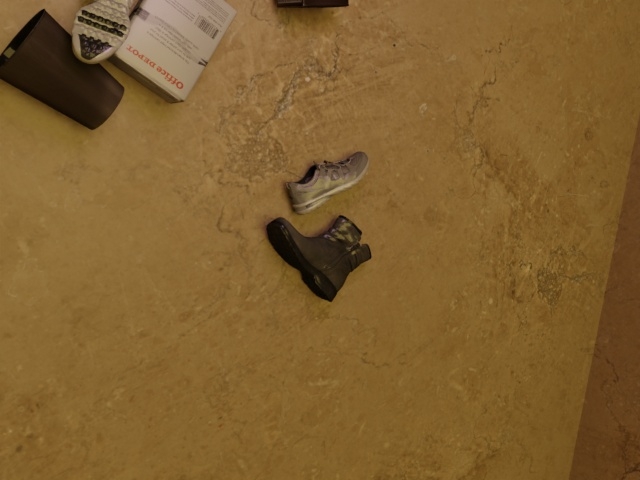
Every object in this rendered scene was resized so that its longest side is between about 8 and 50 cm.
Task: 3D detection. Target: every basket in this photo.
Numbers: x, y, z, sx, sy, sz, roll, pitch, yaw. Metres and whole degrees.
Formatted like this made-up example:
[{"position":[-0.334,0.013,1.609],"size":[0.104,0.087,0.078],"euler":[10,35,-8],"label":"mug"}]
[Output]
[{"position":[-0.567,-0.364,1.303],"size":[0.227,0.205,0.154],"euler":[37,46,-37],"label":"basket"}]

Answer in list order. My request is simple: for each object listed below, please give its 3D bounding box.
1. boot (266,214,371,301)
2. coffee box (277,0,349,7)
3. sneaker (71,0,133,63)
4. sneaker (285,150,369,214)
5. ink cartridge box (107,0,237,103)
[{"position":[0.000,0.000,1.729],"size":[0.222,0.118,0.338],"euler":[-50,128,-18],"label":"boot"},{"position":[-0.024,-0.771,1.548],"size":[0.168,0.119,0.296],"euler":[-19,117,-38],"label":"coffee box"},{"position":[-0.479,-0.475,1.298],"size":[0.110,0.118,0.291],"euler":[21,49,-23],"label":"sneaker"},{"position":[0.025,-0.190,1.707],"size":[0.281,0.105,0.115],"euler":[-37,114,-20],"label":"sneaker"},{"position":[-0.364,-0.500,1.430],"size":[0.197,0.114,0.272],"euler":[33,79,-30],"label":"ink cartridge box"}]
